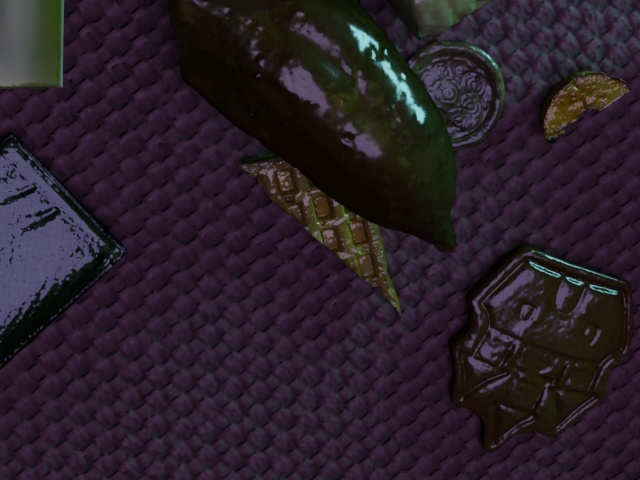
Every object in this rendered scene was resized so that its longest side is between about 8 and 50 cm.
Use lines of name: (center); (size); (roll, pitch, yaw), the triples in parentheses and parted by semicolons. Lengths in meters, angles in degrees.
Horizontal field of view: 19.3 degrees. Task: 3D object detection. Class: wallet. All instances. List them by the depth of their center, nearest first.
wallet: (-0.316, 0.033, 1.725); (0.236, 0.055, 0.160); (-43, 109, -2)

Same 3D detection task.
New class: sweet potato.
sweet potato: (0.011, -0.131, 1.671); (0.370, 0.158, 0.158); (40, 97, -10)

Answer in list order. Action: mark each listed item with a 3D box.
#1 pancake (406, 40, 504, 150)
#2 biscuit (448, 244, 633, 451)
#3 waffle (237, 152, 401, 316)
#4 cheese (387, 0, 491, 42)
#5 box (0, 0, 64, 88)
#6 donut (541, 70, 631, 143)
pancake: (0.122, -0.135, 1.783); (0.115, 0.011, 0.115); (-3, 109, -9)
biscuit: (0.213, 0.119, 1.879); (0.182, 0.034, 0.215); (19, 104, -17)
waffle: (0.000, 0.000, 1.791); (0.125, 0.032, 0.191); (-15, 110, -9)
cheese: (0.127, -0.268, 1.696); (0.167, 0.094, 0.123); (-33, 103, -4)
box: (-0.254, -0.238, 1.531); (0.062, 0.260, 0.175); (-1, 109, -15)
donut: (0.247, -0.129, 1.799); (0.067, 0.038, 0.083); (20, 109, -20)
